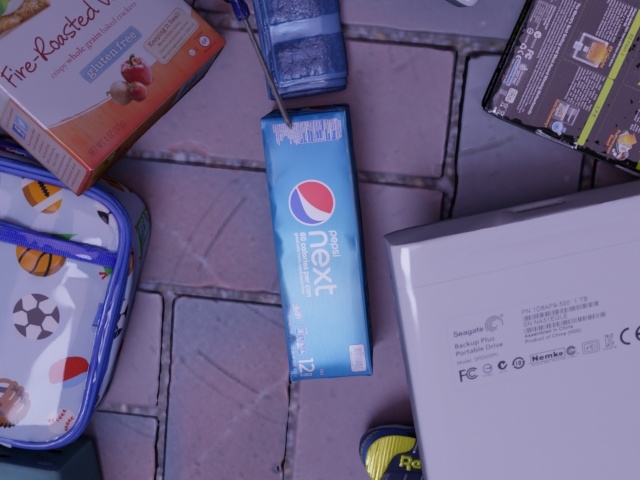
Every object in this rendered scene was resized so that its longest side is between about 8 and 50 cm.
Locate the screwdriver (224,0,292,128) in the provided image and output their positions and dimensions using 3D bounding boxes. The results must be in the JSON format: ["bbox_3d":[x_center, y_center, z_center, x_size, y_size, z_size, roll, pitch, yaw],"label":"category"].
[{"bbox_3d":[-0.054,-0.156,0.839,0.024,0.025,0.170,-14,76,-28],"label":"screwdriver"}]

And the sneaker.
[{"bbox_3d":[0.097,0.181,0.914,0.144,0.059,0.053,16,89,-18],"label":"sneaker"}]

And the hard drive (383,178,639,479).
[{"bbox_3d":[0.191,0.141,0.858,0.233,0.047,0.353,-12,107,-5],"label":"hard drive"}]

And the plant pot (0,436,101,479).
[{"bbox_3d":[-0.266,0.280,0.912,0.166,0.166,0.234,9,94,3],"label":"plant pot"}]

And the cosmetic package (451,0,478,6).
[{"bbox_3d":[0.077,-0.262,0.754,0.151,0.183,0.151,31,102,-3],"label":"cosmetic package"}]

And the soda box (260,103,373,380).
[{"bbox_3d":[0.000,0.000,0.871,0.067,0.071,0.210,-4,101,5],"label":"soda box"}]

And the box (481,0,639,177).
[{"bbox_3d":[0.244,-0.151,0.836,0.184,0.045,0.190,21,102,-3],"label":"box"}]

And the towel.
[{"bbox_3d":[-0.017,-0.172,0.859,0.067,0.029,0.119,-8,101,5],"label":"towel"}]

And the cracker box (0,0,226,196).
[{"bbox_3d":[-0.209,-0.169,0.816,0.232,0.067,0.155,42,64,-4],"label":"cracker box"}]

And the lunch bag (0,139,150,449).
[{"bbox_3d":[-0.300,0.022,0.882,0.303,0.115,0.243,15,100,0],"label":"lunch bag"}]
